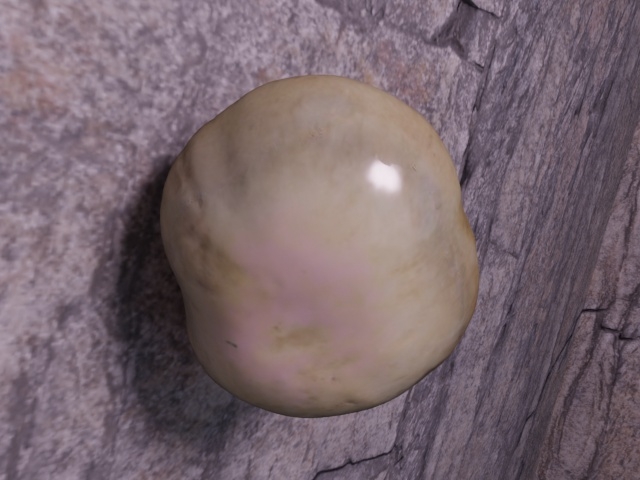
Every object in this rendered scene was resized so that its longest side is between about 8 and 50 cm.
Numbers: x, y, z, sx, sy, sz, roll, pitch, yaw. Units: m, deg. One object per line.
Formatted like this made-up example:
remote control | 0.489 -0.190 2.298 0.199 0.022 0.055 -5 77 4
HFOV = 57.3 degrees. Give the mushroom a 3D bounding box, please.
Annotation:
mushroom | 0.000 0.000 0.472 0.260 0.254 0.234 -50 -166 25
